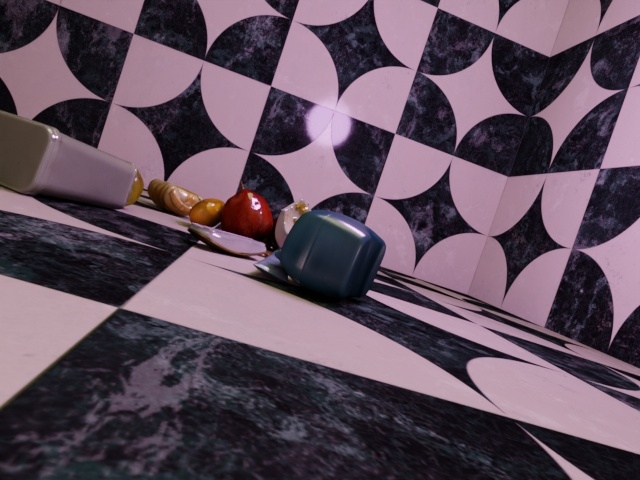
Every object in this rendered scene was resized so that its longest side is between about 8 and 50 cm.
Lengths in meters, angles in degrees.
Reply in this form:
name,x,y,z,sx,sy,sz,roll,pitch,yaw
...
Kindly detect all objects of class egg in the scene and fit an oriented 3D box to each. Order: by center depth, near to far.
name,x,y,z,sx,sy,sz,roll,pitch,yaw
egg,-0.071,0.007,1.677,0.206,0.161,0.271,51,16,-45

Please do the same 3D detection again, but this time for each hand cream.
name,x,y,z,sx,sy,sz,roll,pitch,yaw
hand cream,-0.114,0.063,1.199,0.091,0.058,0.271,30,5,-3

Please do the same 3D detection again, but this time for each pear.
name,x,y,z,sx,sy,sz,roll,pitch,yaw
pear,-0.658,-0.185,1.551,0.148,0.149,0.162,17,-1,-30

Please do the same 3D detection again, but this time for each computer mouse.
name,x,y,z,sx,sy,sz,roll,pitch,yaw
computer mouse,-0.260,0.005,1.328,0.125,0.056,0.245,19,2,37

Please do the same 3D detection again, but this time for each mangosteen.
name,x,y,z,sx,sy,sz,roll,pitch,yaw
mangosteen,-0.148,-0.020,1.891,0.180,0.166,0.166,-12,-19,39

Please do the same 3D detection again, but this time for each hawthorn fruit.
name,x,y,z,sx,sy,sz,roll,pitch,yaw
hawthorn fruit,-0.276,-0.094,1.721,0.189,0.252,0.189,-8,-3,0

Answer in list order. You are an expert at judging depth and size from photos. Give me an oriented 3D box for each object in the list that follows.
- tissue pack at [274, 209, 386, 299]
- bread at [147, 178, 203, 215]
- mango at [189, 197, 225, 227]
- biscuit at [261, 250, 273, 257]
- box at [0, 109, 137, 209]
name,x,y,z,sx,sy,sz,roll,pitch,yaw
tissue pack,0.027,0.031,1.163,0.206,0.198,0.287,25,5,19
bread,-0.653,-0.187,2.093,0.172,0.121,0.311,22,-1,-43
mango,-0.414,-0.098,1.743,0.141,0.102,0.217,-6,-6,-13
biscuit,-0.206,0.035,1.566,0.130,0.019,0.119,20,2,40
box,-0.764,-0.224,1.320,0.351,0.178,0.344,18,0,17
